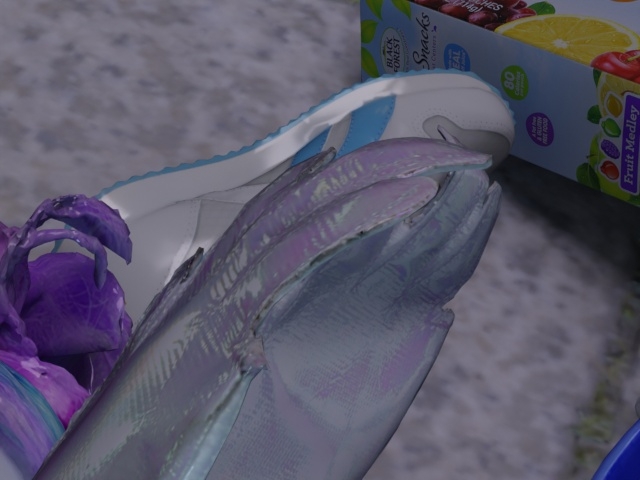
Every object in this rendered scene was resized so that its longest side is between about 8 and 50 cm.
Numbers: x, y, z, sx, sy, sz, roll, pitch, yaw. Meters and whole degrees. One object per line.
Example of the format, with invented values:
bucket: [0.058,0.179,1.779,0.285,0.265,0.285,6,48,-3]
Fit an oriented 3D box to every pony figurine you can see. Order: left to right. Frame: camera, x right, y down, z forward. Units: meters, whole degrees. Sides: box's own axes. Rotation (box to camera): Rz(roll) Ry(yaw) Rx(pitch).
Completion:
pony figurine: [-0.113,0.090,0.529,0.363,0.351,0.303,28,6,12]

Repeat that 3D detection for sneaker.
sneaker: [0.000,0.000,0.815,0.229,0.087,0.092,-26,64,-28]

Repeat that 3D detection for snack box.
snack box: [0.151,-0.098,0.926,0.207,0.070,0.174,27,42,36]

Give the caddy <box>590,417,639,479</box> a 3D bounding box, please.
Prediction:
caddy: [0.191,0.157,0.542,0.241,0.179,0.341,-11,39,18]

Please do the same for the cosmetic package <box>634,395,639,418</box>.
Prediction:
cosmetic package: [0.389,-0.041,0.728,0.327,0.393,0.329,36,44,19]
